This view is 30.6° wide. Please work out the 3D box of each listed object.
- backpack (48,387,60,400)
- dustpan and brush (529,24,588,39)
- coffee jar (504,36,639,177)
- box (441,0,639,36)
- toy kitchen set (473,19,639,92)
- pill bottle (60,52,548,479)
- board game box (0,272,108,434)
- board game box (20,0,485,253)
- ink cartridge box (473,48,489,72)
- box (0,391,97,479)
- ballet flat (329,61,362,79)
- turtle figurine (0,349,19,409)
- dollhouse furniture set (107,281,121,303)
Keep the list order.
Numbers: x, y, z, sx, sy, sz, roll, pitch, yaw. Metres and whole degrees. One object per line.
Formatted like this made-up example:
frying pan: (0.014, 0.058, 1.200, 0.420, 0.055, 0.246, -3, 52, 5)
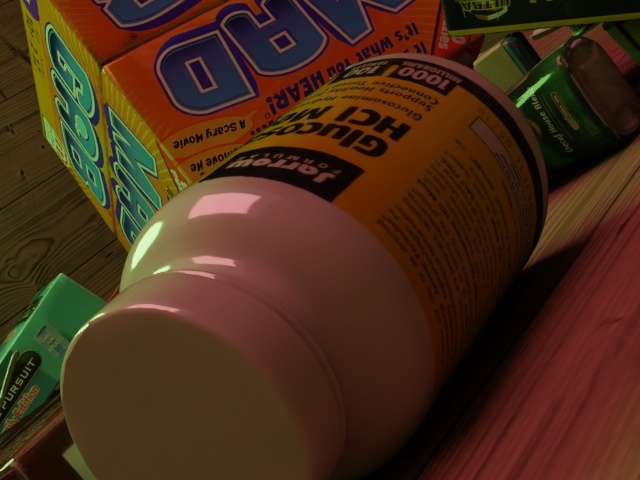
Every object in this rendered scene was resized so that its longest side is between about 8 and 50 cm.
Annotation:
backpack: (-0.363, 0.261, 1.670, 0.084, 0.105, 0.114, -16, 8, -4)
dustpan and brush: (0.483, -0.415, 2.097, 0.147, 0.060, 0.211, -16, 26, 48)
coffee jar: (0.179, -0.091, 1.014, 0.184, 0.096, 0.079, -34, 3, 45)
box: (0.308, -0.283, 1.137, 0.322, 0.079, 0.257, 0, 24, 29)
toy kitchen set: (0.271, -0.196, 1.154, 0.166, 0.122, 0.207, -35, 6, 28)
pill bottle: (0.003, 0.023, 0.690, 0.188, 0.188, 0.334, -35, 6, 36)
board game box: (-0.420, 0.212, 1.529, 0.336, 0.079, 0.254, -59, 13, -17)
board game box: (-0.092, -0.172, 1.343, 0.356, 0.356, 0.356, -31, -20, -21)
ink cartridge box: (0.201, -0.188, 1.650, 0.139, 0.082, 0.191, -26, 17, 28)
box: (-0.209, 0.214, 0.789, 0.381, 0.143, 0.191, -33, 8, 36)
ballet flat: (0.000, 0.000, 1.128, 0.147, 0.147, 0.409, -42, -14, -36)
turtle figurine: (-0.439, 0.286, 1.224, 0.266, 0.197, 0.275, -90, 8, -62)
dollhouse furniture set: (-0.242, 0.181, 1.498, 0.374, 0.152, 0.201, -58, 12, -19)
